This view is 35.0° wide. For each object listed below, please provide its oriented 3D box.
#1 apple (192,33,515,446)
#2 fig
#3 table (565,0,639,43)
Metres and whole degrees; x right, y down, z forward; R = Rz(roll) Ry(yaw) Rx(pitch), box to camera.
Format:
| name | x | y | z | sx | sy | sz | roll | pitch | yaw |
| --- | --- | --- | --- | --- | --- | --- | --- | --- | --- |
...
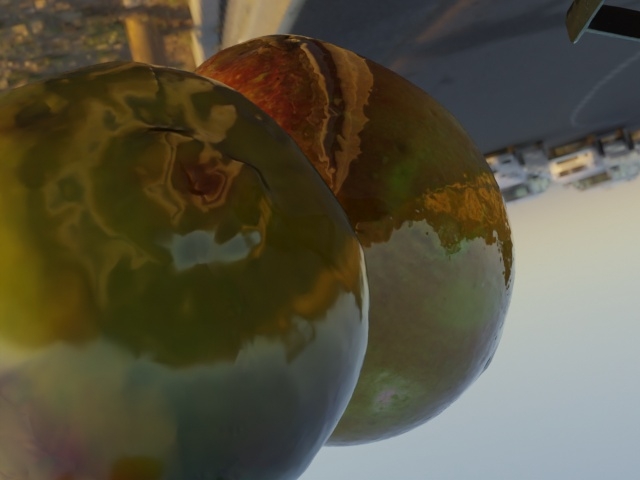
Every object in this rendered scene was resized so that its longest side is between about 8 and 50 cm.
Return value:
| name | x | y | z | sx | sy | sz | roll | pitch | yaw |
| --- | --- | --- | --- | --- | --- | --- | --- | --- | --- |
| apple | 0.000 | 0.000 | 0.944 | 0.374 | 0.374 | 0.384 | -16 | -144 | -2 |
| fig | -0.096 | 0.042 | 0.444 | 0.230 | 0.207 | 0.207 | -42 | 167 | 26 |
| table | 0.214 | -0.123 | 0.436 | 0.146 | 0.062 | 0.175 | 7 | 144 | -15 |
